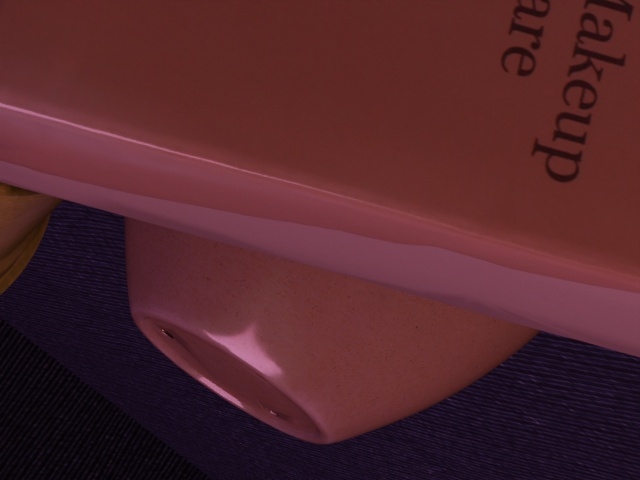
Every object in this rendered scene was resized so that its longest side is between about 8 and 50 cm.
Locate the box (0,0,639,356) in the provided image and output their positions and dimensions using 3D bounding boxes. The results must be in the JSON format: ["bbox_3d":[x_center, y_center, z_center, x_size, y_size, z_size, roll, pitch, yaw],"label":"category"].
[{"bbox_3d":[0.058,-0.055,0.636,0.311,0.148,0.121,14,169,-3],"label":"box"}]

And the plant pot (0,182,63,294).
[{"bbox_3d":[-0.252,-0.088,1.267,0.276,0.276,0.254,39,153,-19],"label":"plant pot"}]

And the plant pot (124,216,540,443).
[{"bbox_3d":[0.000,0.000,1.094,0.284,0.191,0.284,31,165,9],"label":"plant pot"}]
